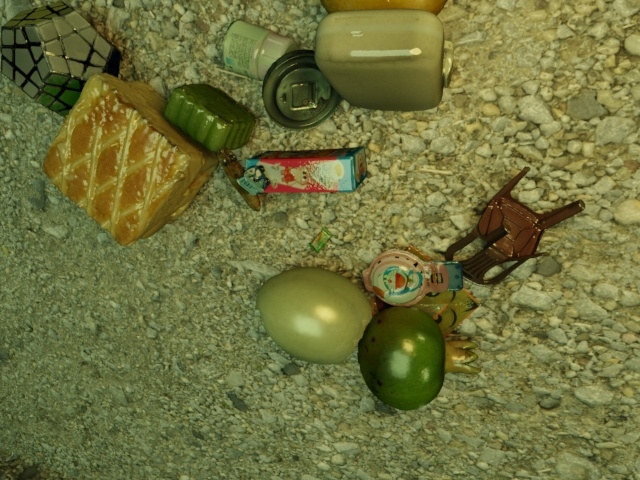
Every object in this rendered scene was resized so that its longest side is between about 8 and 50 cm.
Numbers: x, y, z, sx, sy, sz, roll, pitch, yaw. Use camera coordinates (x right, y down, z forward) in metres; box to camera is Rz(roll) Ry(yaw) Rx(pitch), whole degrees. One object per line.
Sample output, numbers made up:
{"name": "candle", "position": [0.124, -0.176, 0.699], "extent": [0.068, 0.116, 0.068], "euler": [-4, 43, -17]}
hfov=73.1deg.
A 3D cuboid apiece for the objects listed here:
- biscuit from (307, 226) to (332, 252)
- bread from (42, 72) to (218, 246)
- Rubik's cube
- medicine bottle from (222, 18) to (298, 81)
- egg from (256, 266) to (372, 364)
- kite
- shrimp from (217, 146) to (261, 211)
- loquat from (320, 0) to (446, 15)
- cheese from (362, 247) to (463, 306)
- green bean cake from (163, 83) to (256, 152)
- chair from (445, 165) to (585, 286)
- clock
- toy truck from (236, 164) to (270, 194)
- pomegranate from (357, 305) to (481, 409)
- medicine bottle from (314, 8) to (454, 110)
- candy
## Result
{"name": "biscuit", "position": [0.000, 0.000, 1.347], "extent": [0.046, 0.016, 0.089], "euler": [42, 117, 0]}
{"name": "bread", "position": [-0.554, -0.235, 1.301], "extent": [0.371, 0.279, 0.390], "euler": [41, 115, -3]}
{"name": "Rubik's cube", "position": [-0.748, -0.522, 1.263], "extent": [0.264, 0.319, 0.319], "euler": [14, 117, -16]}
{"name": "medicine bottle", "position": [-0.158, -0.495, 1.146], "extent": [0.168, 0.135, 0.135], "euler": [21, 116, 10]}
{"name": "egg", "position": [-0.027, 0.214, 1.292], "extent": [0.336, 0.278, 0.278], "euler": [25, 116, 8]}
{"name": "kite", "position": [0.316, 0.188, 1.313], "extent": [0.327, 0.013, 0.378], "euler": [1, 111, 19]}
{"name": "shrimp", "position": [-0.249, -0.193, 1.247], "extent": [0.058, 0.296, 0.169], "euler": [-38, 60, -11]}
{"name": "loquat", "position": [0.129, -0.596, 0.891], "extent": [0.328, 0.359, 0.329], "euler": [7, 106, 27]}
{"name": "cheese", "position": [0.262, 0.108, 1.249], "extent": [0.285, 0.074, 0.189], "euler": [-3, 111, 21]}
{"name": "green bean cake", "position": [-0.305, -0.347, 1.215], "extent": [0.214, 0.200, 0.113], "euler": [36, 118, 2]}
{"name": "chair", "position": [0.480, -0.012, 1.125], "extent": [0.175, 0.183, 0.326], "euler": [34, 162, 3]}
{"name": "clock", "position": [-0.048, -0.388, 1.127], "extent": [0.214, 0.042, 0.215], "euler": [-12, 140, -11]}
{"name": "toy truck", "position": [-0.179, -0.156, 1.130], "extent": [0.056, 0.090, 0.073], "euler": [-21, 102, 24]}
{"name": "pomegranate", "position": [0.281, 0.364, 1.260], "extent": [0.358, 0.216, 0.310], "euler": [1, 120, 13]}
{"name": "medicine bottle", "position": [0.145, -0.377, 0.950], "extent": [0.282, 0.375, 0.123], "euler": [6, 93, 16]}
{"name": "candy", "position": [-0.035, -0.198, 1.204], "extent": [0.305, 0.157, 0.100], "euler": [3, 111, 18]}
